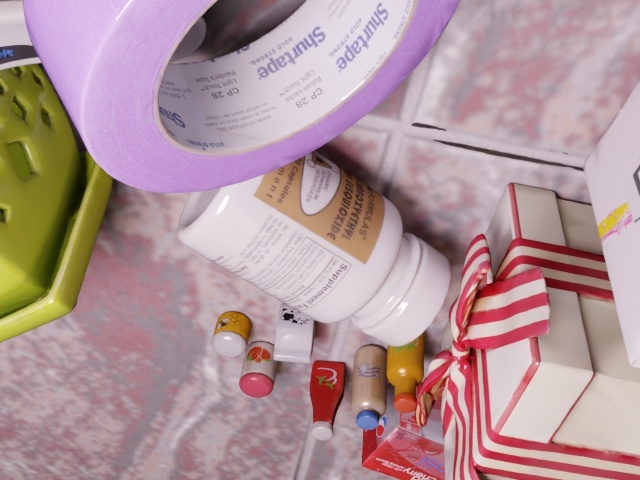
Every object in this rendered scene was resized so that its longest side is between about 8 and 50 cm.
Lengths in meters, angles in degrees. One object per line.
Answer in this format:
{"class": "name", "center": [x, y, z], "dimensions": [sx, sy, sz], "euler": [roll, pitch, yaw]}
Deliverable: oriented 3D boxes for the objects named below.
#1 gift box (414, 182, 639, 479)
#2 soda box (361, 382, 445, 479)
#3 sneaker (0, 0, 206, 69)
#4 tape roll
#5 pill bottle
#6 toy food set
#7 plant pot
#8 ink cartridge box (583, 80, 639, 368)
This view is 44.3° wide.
{"class": "gift box", "center": [0.234, 0.120, 0.700], "dimensions": [0.258, 0.276, 0.255], "euler": [12, 126, -2]}
{"class": "soda box", "center": [0.184, 0.256, 0.941], "dimensions": [0.263, 0.083, 0.092], "euler": [23, 129, -12]}
{"class": "sneaker", "center": [-0.203, -0.197, 0.603], "dimensions": [0.217, 0.121, 0.079], "euler": [-9, 152, -30]}
{"class": "tape roll", "center": [-0.040, -0.149, 0.506], "dimensions": [0.275, 0.090, 0.275], "euler": [-28, 161, -10]}
{"class": "pill bottle", "center": [0.000, 0.000, 0.710], "dimensions": [0.229, 0.131, 0.131], "euler": [32, 127, -20]}
{"class": "toy food set", "center": [-0.007, 0.148, 0.856], "dimensions": [0.232, 0.104, 0.111], "euler": [5, 131, 2]}
{"class": "plant pot", "center": [-0.320, -0.029, 0.669], "dimensions": [0.227, 0.228, 0.207], "euler": [-23, 132, 24]}
{"class": "ink cartridge box", "center": [0.326, -0.022, 0.585], "dimensions": [0.171, 0.232, 0.168], "euler": [17, 133, -8]}
